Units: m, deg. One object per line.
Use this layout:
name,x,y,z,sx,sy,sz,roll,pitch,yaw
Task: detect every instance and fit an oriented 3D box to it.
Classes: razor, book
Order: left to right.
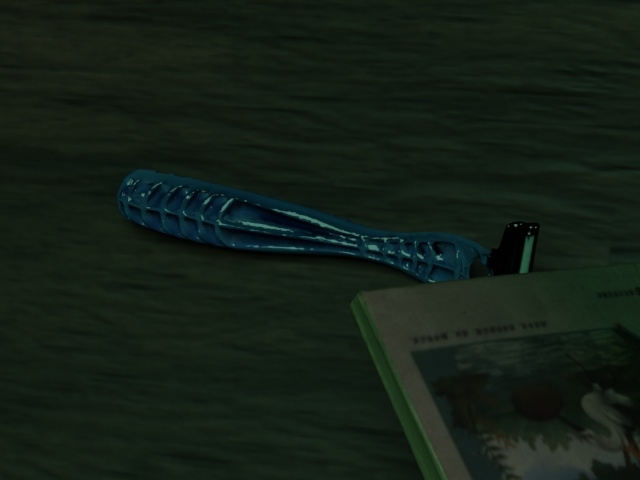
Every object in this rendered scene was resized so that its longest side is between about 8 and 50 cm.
razor,0.000,0.000,0.950,0.253,0.042,0.082,13,110,19
book,0.149,0.132,0.799,0.215,0.025,0.282,-6,57,-34
